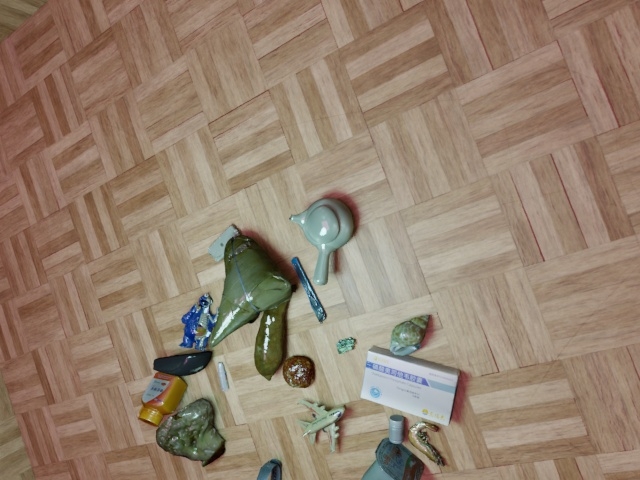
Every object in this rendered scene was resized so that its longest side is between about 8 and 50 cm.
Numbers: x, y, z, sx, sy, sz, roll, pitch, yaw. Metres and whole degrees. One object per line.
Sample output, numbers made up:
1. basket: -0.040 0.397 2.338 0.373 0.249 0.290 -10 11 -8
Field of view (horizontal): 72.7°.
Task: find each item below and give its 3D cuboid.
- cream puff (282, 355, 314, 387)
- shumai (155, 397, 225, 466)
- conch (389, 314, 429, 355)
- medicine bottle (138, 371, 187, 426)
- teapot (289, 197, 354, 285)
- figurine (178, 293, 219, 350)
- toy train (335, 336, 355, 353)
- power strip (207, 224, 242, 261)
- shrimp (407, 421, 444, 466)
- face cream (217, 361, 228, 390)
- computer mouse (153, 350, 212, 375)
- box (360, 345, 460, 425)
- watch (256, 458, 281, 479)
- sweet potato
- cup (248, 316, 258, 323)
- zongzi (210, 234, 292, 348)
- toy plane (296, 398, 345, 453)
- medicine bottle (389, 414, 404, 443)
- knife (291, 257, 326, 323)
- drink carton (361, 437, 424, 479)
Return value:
1. cream puff: -0.096 0.557 1.825 0.149 0.084 0.148 3 98 24
2. shumai: -0.588 0.913 1.996 0.346 0.217 0.283 -39 79 19
3. conch: 0.323 0.355 1.620 0.116 0.106 0.172 19 123 -2
4. medicine bottle: -0.750 0.745 2.042 0.150 0.222 0.112 2 139 25
5. teapot: 0.034 -0.007 1.677 0.220 0.149 0.318 -24 85 25
6. figurine: -0.550 0.373 1.988 0.164 0.121 0.262 27 82 -7
7. toy train: 0.103 0.424 1.754 0.083 0.033 0.053 -20 92 23
8. power strip: -0.424 0.014 1.936 0.192 0.035 0.081 -42 80 21
9. shrimp: 0.423 0.767 1.656 0.178 0.034 0.124 38 102 20
10. face cream: -0.453 0.627 2.009 0.034 0.034 0.129 -11 91 24
11. computer mouse: -0.624 0.572 2.001 0.270 0.170 0.100 -14 75 26
12. box: 0.335 0.545 1.650 0.344 0.065 0.200 11 99 22
13. watch: -0.228 1.074 1.881 0.069 0.193 0.206 5 118 22
14. sweet potato: -0.198 0.380 1.835 0.131 0.130 0.422 13 90 21
15. cup: -0.343 0.271 1.888 0.138 0.113 0.149 11 89 23
16. zongzi: -0.358 0.185 1.765 0.393 0.174 0.356 -36 62 -9
17. toy plane: 0.013 0.743 1.786 0.256 0.104 0.241 -41 77 21
18. medicine bottle: 0.296 0.733 1.689 0.058 0.058 0.091 2 96 23
19. knife: -0.051 0.206 1.802 0.044 0.026 0.296 -31 83 34
20. drink carton: 0.260 0.899 1.670 0.191 0.185 0.189 36 119 14
